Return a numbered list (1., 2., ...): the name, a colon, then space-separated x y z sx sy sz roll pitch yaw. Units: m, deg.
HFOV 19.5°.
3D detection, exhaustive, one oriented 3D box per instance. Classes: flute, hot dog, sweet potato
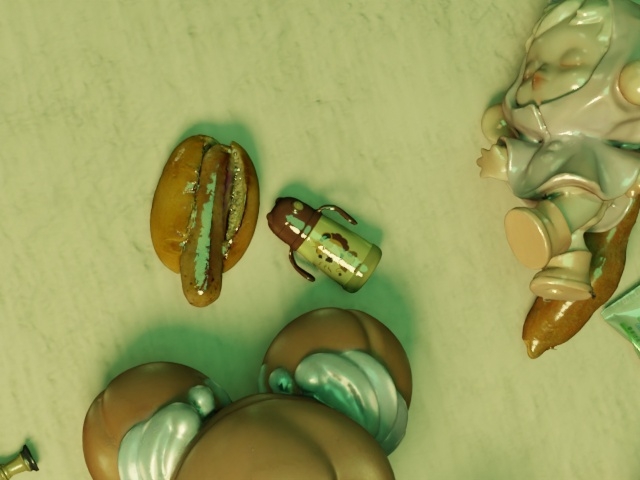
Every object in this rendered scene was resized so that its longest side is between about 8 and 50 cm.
1. flute: -0.340 0.231 1.528 0.233 0.027 0.027 -26 94 -8
2. hot dog: -0.098 -0.018 1.553 0.089 0.060 0.140 18 90 -4
3. sweet potato: 0.234 0.021 1.594 0.056 0.056 0.195 30 99 -8

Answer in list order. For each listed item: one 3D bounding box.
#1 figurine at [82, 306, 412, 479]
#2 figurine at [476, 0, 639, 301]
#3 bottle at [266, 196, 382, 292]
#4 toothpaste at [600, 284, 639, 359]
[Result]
1. figurine: -0.010 0.271 1.494 0.276 0.248 0.388 -18 102 -12
2. figurine: 0.218 -0.088 1.546 0.133 0.200 0.276 29 66 -29
3. bottle: -0.001 0.001 1.575 0.101 0.047 0.063 34 75 -6
4. toothpaste: 0.354 0.166 1.634 0.074 0.048 0.297 -33 91 -2
